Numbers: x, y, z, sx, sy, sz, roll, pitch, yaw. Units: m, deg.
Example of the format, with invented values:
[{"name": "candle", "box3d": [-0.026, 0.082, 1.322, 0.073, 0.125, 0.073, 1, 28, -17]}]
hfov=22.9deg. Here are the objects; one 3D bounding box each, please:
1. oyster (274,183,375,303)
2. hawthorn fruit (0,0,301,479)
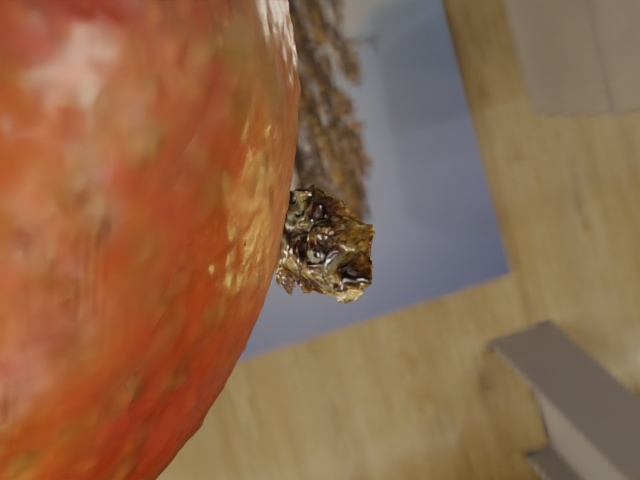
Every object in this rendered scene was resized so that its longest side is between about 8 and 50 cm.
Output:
[{"name": "oyster", "box3d": [-0.001, 0.000, 1.049, 0.029, 0.086, 0.132, 7, 170, -34]}, {"name": "hawthorn fruit", "box3d": [-0.147, -0.015, 0.503, 0.275, 0.299, 0.275, 14, 172, 2]}]
